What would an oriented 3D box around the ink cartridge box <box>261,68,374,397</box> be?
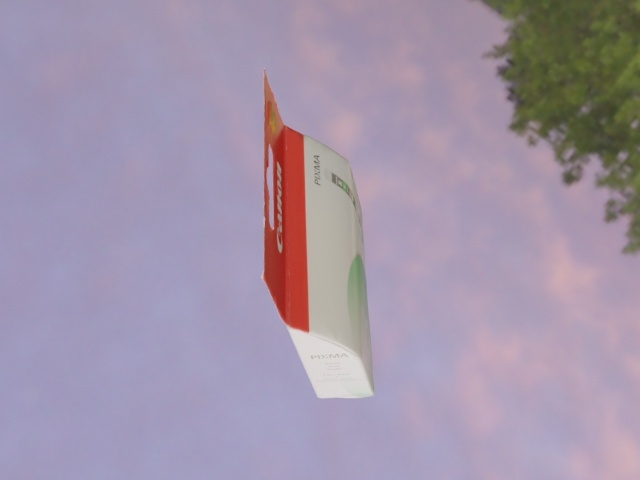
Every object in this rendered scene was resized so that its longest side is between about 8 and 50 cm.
[{"bbox_3d":[0.000,0.000,0.930,0.225,0.056,0.181,75,-169,-60],"label":"ink cartridge box"}]
